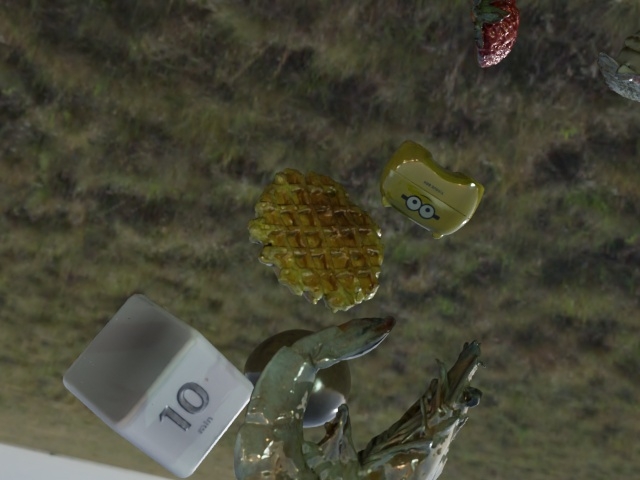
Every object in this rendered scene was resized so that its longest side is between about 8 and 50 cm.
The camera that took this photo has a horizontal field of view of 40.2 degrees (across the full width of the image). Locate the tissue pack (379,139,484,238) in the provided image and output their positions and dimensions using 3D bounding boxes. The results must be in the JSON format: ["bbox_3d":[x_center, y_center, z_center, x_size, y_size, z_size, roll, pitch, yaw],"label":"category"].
[{"bbox_3d":[0.192,-0.090,1.573,0.178,0.127,0.123,33,-171,-3],"label":"tissue pack"}]

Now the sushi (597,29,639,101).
[{"bbox_3d":[0.456,-0.211,1.081,0.134,0.272,0.109,25,139,46],"label":"sushi"}]

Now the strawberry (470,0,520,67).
[{"bbox_3d":[0.364,-0.427,1.815,0.097,0.175,0.228,-7,148,10],"label":"strawberry"}]

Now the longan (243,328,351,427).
[{"bbox_3d":[-0.045,0.304,1.936,0.246,0.215,0.246,38,172,6],"label":"longan"}]

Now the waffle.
[{"bbox_3d":[0.000,0.000,1.713,0.302,0.325,0.068,40,134,-14],"label":"waffle"}]

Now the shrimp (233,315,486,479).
[{"bbox_3d":[0.052,0.196,0.968,0.085,0.360,0.247,-6,113,60],"label":"shrimp"}]

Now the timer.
[{"bbox_3d":[-0.261,0.235,1.425,0.194,0.192,0.195,25,160,42],"label":"timer"}]
